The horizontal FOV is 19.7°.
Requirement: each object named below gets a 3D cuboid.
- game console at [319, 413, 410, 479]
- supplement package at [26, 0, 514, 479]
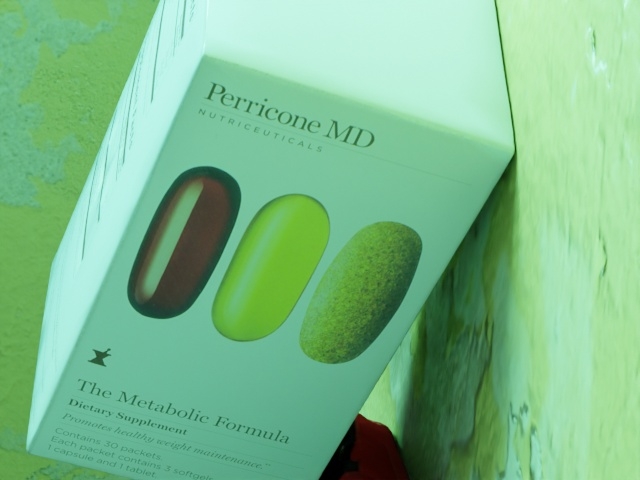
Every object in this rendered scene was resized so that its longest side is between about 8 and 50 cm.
[{"bbox_3d":[-0.084,0.265,0.860,0.386,0.060,0.342,-49,6,5],"label":"game console"},{"bbox_3d":[-0.029,-0.013,0.824,0.134,0.139,0.244,-91,22,-48],"label":"supplement package"}]
